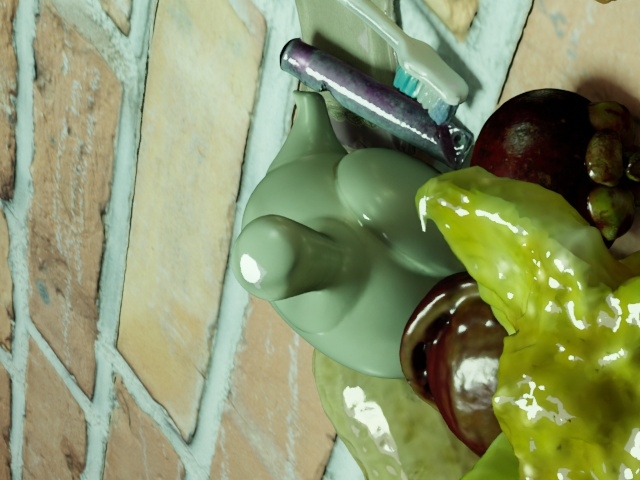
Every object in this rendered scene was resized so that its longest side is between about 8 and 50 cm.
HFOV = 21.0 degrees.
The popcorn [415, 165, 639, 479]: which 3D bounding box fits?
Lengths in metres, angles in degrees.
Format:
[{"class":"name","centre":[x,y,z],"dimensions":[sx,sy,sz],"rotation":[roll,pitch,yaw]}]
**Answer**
[{"class":"popcorn","centre":[0.215,0.106,1.053],"dimensions":[0.326,0.290,0.321],"rotation":[-47,53,38]}]

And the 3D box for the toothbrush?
[{"class":"toothbrush","centre":[-0.040,-0.241,1.375],"dimensions":[0.418,0.042,0.040],"rotation":[44,142,13]}]

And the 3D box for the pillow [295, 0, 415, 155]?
[{"class":"pillow","centre":[0.021,-0.171,1.421],"dimensions":[0.130,0.038,0.233],"rotation":[21,131,41]}]

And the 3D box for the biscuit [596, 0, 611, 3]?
[{"class":"biscuit","centre":[0.190,-0.216,1.082],"dimensions":[0.186,0.036,0.192],"rotation":[56,154,11]}]

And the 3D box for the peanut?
[{"class":"peanut","centre":[0.090,0.187,1.511],"dimensions":[0.325,0.140,0.153],"rotation":[64,170,3]}]

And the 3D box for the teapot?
[{"class":"teapot","centre":[0.030,0.023,1.333],"dimensions":[0.220,0.318,0.149],"rotation":[33,115,-9]}]

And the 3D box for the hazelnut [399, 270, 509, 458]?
[{"class":"hazelnut","centre":[0.166,0.095,1.254],"dimensions":[0.201,0.160,0.170],"rotation":[30,152,44]}]

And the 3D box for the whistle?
[{"class":"whistle","centre":[0.044,-0.112,1.390],"dimensions":[0.176,0.033,0.033],"rotation":[31,144,15]}]

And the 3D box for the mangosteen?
[{"class":"mangosteen","centre":[0.171,-0.042,1.189],"dimensions":[0.140,0.140,0.140],"rotation":[42,146,37]}]
